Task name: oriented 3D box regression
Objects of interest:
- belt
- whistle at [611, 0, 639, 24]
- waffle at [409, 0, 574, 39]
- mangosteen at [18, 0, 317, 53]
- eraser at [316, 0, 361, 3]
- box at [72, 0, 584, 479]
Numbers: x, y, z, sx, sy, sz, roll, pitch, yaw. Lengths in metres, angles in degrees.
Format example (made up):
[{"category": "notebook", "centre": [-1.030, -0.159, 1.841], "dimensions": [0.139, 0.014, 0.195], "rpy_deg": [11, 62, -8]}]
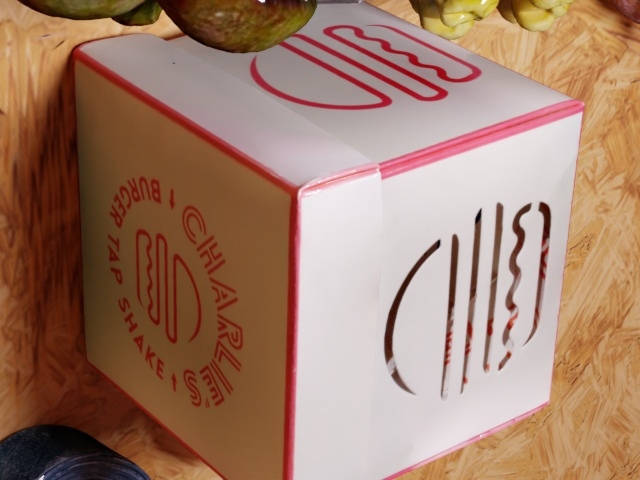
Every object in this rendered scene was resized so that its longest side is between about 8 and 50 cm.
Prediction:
[{"category": "belt", "centre": [-0.231, 0.245, 1.453], "dimensions": [0.190, 0.082, 0.141], "rpy_deg": [35, 80, -54]}, {"category": "whistle", "centre": [0.371, -0.358, 1.729], "dimensions": [0.142, 0.134, 0.346], "rpy_deg": [-23, 120, -34]}, {"category": "waffle", "centre": [0.131, -0.340, 1.365], "dimensions": [0.151, 0.261, 0.324], "rpy_deg": [-16, 124, -12]}, {"category": "mangosteen", "centre": [-0.064, -0.317, 1.095], "dimensions": [0.435, 0.382, 0.382], "rpy_deg": [-36, 151, 26]}, {"category": "eraser", "centre": [0.007, -0.236, 1.312], "dimensions": [0.046, 0.212, 0.092], "rpy_deg": [43, 78, -25]}, {"category": "box", "centre": [0.000, 0.000, 1.349], "dimensions": [0.300, 0.312, 0.314], "rpy_deg": [-20, 126, -34]}]
